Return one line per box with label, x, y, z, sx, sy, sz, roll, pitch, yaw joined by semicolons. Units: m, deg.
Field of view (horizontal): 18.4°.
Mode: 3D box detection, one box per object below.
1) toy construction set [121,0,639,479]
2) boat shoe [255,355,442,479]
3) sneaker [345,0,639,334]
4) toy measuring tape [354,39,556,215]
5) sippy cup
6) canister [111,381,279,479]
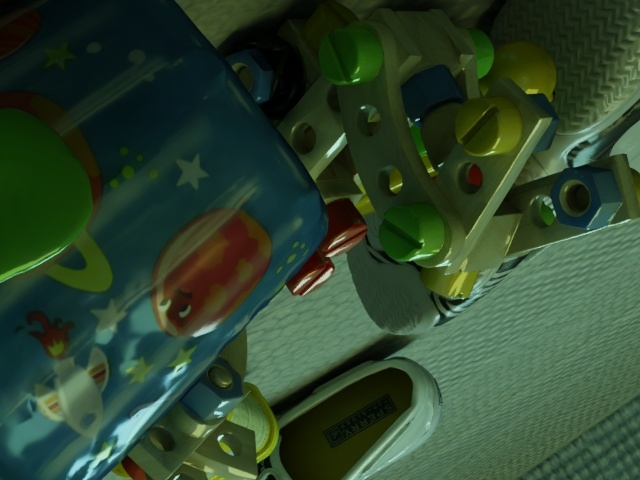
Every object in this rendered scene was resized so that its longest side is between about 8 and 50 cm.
toy construction set;0.000;0.000;1.077;0.327;0.215;0.151;-42;158;20
boat shoe;-0.045;0.233;1.913;0.367;0.136;0.156;-32;165;2
sneaker;0.172;-0.055;1.319;0.210;0.137;0.366;-4;150;-33
toy measuring tape;0.014;-0.042;1.214;0.330;0.121;0.121;-27;168;34
sippy cup;-0.126;-0.003;0.897;0.224;0.305;0.240;-38;123;-3
canister;-0.113;0.164;1.689;0.126;0.073;0.170;-30;163;4
